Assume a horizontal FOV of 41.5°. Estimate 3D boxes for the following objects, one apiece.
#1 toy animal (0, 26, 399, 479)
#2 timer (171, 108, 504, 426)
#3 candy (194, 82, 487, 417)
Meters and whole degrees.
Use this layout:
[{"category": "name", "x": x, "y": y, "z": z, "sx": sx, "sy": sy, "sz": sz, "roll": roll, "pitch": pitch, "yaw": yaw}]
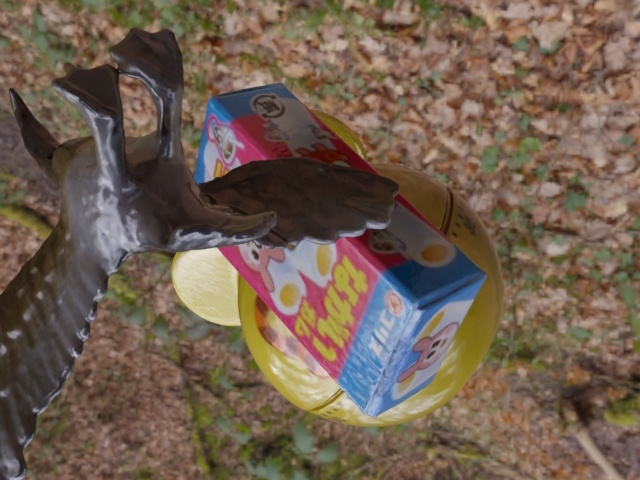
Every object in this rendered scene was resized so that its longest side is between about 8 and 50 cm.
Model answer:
[{"category": "toy animal", "x": -0.089, "y": -0.031, "z": 0.405, "sx": 0.272, "sy": 0.197, "sz": 0.160, "roll": -30, "pitch": 165, "yaw": -29}, {"category": "timer", "x": 0.029, "y": 0.041, "z": 1.076, "sx": 0.387, "sy": 0.376, "sz": 0.376, "roll": 33, "pitch": 159, "yaw": -6}, {"category": "candy", "x": 0.001, "y": 0.000, "z": 0.801, "sx": 0.100, "sy": 0.306, "sz": 0.157, "roll": -19, "pitch": 142, "yaw": -36}]
